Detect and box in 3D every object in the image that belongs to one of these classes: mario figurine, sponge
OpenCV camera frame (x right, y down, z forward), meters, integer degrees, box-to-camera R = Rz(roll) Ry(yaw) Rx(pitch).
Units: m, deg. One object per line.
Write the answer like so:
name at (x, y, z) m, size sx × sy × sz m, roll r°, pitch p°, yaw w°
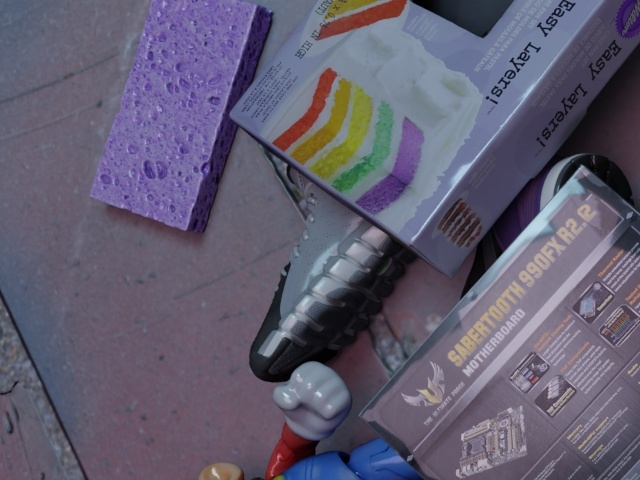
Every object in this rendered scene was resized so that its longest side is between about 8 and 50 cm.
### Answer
mario figurine at (-0.022, 0.223, 1.062) m, size 0.320 × 0.170 × 0.198 m, roll -20°, pitch 40°, yaw 18°
sponge at (-0.126, -0.122, 1.247) m, size 0.117 × 0.031 × 0.210 m, roll 20°, pitch 94°, yaw 30°

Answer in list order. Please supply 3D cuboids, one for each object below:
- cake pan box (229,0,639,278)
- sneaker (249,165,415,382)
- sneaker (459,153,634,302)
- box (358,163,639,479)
cake pan box at (0.090, -0.136, 1.047) m, size 0.267 × 0.070 × 0.245 m, roll -51°, pitch 48°, yaw 0°
sneaker at (0.000, 0.000, 1.141) m, size 0.229 × 0.086 × 0.132 m, roll -48°, pitch 59°, yaw 5°
sneaker at (0.164, 0.079, 1.038) m, size 0.124 × 0.107 × 0.283 m, roll 0°, pitch 87°, yaw 53°
box at (0.168, 0.094, 0.926) m, size 0.183 × 0.056 × 0.231 m, roll 42°, pitch 98°, yaw 12°
